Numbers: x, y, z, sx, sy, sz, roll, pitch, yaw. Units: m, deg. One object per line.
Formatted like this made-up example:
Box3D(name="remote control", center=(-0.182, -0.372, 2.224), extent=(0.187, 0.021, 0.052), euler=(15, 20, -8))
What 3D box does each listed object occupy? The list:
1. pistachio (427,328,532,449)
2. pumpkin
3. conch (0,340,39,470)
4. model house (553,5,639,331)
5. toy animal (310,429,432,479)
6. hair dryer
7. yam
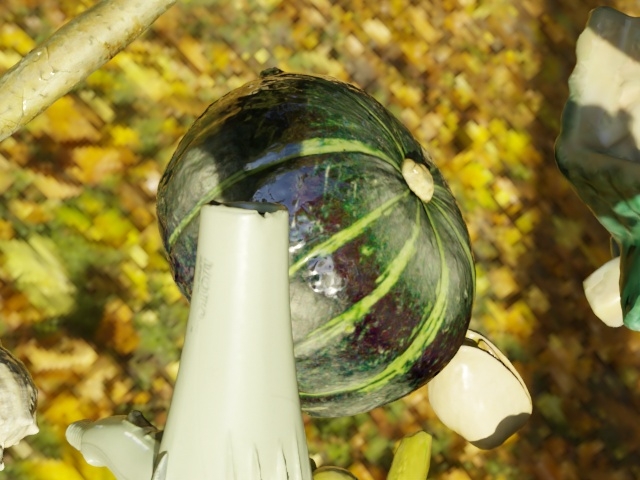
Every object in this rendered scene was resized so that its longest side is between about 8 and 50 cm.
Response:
Box3D(name="pistachio", center=(0.174, 0.165, 1.786), extent=(0.113, 0.113, 0.149), euler=(-92, 161, -52))
Box3D(name="pumpkin", center=(0.000, 0.000, 1.453), extent=(0.323, 0.241, 0.323), euler=(54, 17, -24))
Box3D(name="conch", center=(-0.417, 0.169, 1.738), extent=(0.159, 0.210, 0.291), euler=(66, 0, -51))
Box3D(name="model house", center=(0.400, 0.008, 1.301), extent=(0.445, 0.400, 0.395), euler=(46, 25, -45))
Box3D(name="toy animal", center=(0.127, 0.323, 1.700), extent=(0.181, 0.363, 0.180), euler=(58, 38, -34))
Box3D(name="hair dryer", center=(-0.062, 0.070, 0.781), extent=(0.088, 0.219, 0.225), euler=(1, 26, -31))
Box3D(name="yam", center=(-0.290, -0.218, 1.859), extent=(0.071, 0.317, 0.067), euler=(35, -25, 31))
